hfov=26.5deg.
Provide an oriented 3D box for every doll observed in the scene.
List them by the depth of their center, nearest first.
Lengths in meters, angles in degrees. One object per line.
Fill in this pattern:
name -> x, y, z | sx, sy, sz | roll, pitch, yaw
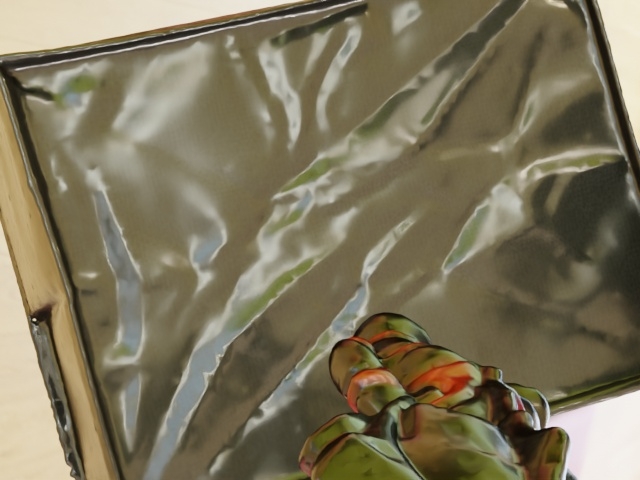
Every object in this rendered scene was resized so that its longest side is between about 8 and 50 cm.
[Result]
doll -> 0.051, 0.091, 0.456 | 0.249, 0.127, 0.088 | -105, -159, -77

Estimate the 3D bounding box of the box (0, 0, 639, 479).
box -> 0.000, 0.000, 0.783 | 0.204, 0.345, 0.251 | 155, -80, -75
